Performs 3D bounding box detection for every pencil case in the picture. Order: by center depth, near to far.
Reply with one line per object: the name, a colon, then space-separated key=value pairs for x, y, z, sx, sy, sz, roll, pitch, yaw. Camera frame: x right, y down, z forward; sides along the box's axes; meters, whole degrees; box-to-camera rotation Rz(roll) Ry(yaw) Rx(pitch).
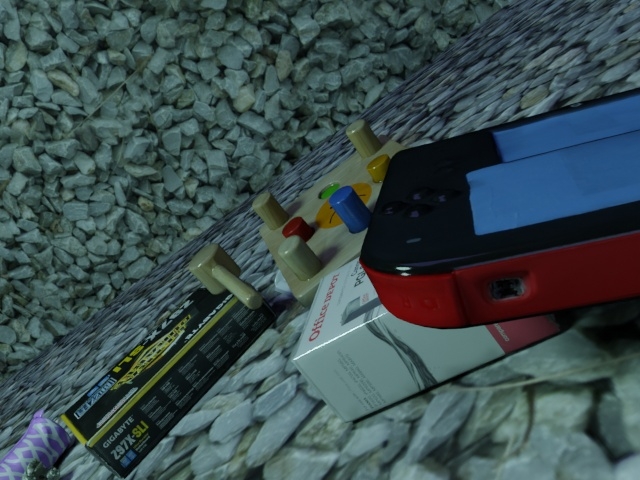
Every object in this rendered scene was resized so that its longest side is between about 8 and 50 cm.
pencil case: x=-0.514 y=0.391 z=1.004 sx=0.086 sy=0.088 sz=0.206 roll=-27 pitch=17 yaw=30

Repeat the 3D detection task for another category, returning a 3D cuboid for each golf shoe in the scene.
golf shoe: x=-0.440 y=0.406 z=0.868 sx=0.086 sy=0.069 sz=0.176 roll=-56 pitch=8 yaw=14

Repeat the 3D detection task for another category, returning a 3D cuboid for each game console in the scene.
game console: x=0.231 y=-0.065 z=0.463 sx=0.387 sy=0.060 sz=0.342 roll=-12 pitch=23 yaw=16

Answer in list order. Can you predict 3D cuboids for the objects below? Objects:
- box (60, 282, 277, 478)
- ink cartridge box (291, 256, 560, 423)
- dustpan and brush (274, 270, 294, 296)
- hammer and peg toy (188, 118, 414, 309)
box: x=-0.249 y=0.205 z=0.965 sx=0.322 sy=0.079 sz=0.257 roll=-45 pitch=15 yaw=-26
ink cartridge box: x=0.094 y=0.057 z=0.570 sx=0.218 sy=0.092 sz=0.158 roll=-33 pitch=15 yaw=24
dustpan and brush: x=0.000 y=0.000 z=1.019 sx=0.211 sy=0.060 sz=0.147 roll=-42 pitch=15 yaw=-16
hammer and peg toy: x=-0.001 y=-0.005 z=0.847 sx=0.361 sy=0.127 sz=0.266 roll=-38 pitch=28 yaw=-1
